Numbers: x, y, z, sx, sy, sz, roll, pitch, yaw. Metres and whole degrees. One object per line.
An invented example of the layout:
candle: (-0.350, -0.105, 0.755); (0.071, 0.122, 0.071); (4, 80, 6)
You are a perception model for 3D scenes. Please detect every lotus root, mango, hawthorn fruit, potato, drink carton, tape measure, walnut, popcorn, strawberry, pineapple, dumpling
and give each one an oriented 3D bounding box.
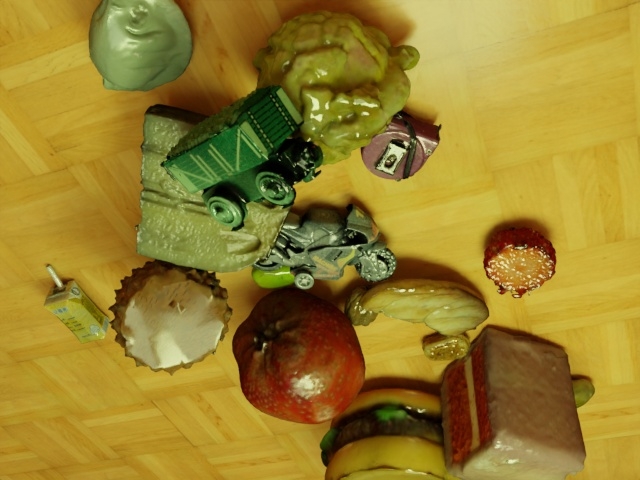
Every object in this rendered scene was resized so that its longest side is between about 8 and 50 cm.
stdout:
lotus root: (-0.168, -0.091, 1.211); (0.260, 0.149, 0.267); (12, 118, 4)
mango: (-0.089, 0.067, 1.446); (0.108, 0.056, 0.073); (-6, 143, 11)
hawthorn fruit: (-0.020, 0.260, 1.481); (0.287, 0.287, 0.330); (-26, 137, 26)
potato: (0.591, 0.371, 1.681); (0.138, 0.070, 0.091); (-3, 135, 7)
drink carton: (-0.552, 0.143, 1.546); (0.084, 0.074, 0.200); (-14, 133, 17)
tape measure: (0.130, -0.164, 1.192); (0.118, 0.074, 0.125); (18, 131, -11)
walnut: (0.091, 0.139, 1.491); (0.079, 0.082, 0.096); (-11, 137, -24)
popcorn: (0.018, -0.225, 1.056); (0.259, 0.212, 0.259); (7, 138, 7)
strawberry: (0.387, 0.036, 1.359); (0.145, 0.086, 0.145); (1, 133, 2)
pineapple: (-0.295, 0.116, 1.379); (0.223, 0.357, 0.223); (-2, 100, -11)
dumpling: (-0.285, -0.314, 1.073); (0.108, 0.152, 0.219); (54, 148, 12)

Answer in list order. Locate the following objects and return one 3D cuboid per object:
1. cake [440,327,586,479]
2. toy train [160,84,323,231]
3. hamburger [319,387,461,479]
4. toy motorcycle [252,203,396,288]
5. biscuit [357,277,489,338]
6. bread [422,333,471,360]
cake: (0.420, 0.387, 1.553); (0.230, 0.309, 0.237); (18, 136, -9)
toy train: (-0.112, -0.110, 1.005); (0.154, 0.115, 0.269); (49, 146, -20)
hamburger: (0.210, 0.545, 1.735); (0.395, 0.277, 0.396); (4, 133, 4)
toy motorcycle: (0.000, 0.000, 1.349); (0.307, 0.108, 0.173); (6, 126, 0)
biscuit: (0.231, 0.132, 1.454); (0.299, 0.045, 0.154); (21, 133, -35)
bread: (0.289, 0.243, 1.599); (0.110, 0.044, 0.083); (-21, 133, 25)
